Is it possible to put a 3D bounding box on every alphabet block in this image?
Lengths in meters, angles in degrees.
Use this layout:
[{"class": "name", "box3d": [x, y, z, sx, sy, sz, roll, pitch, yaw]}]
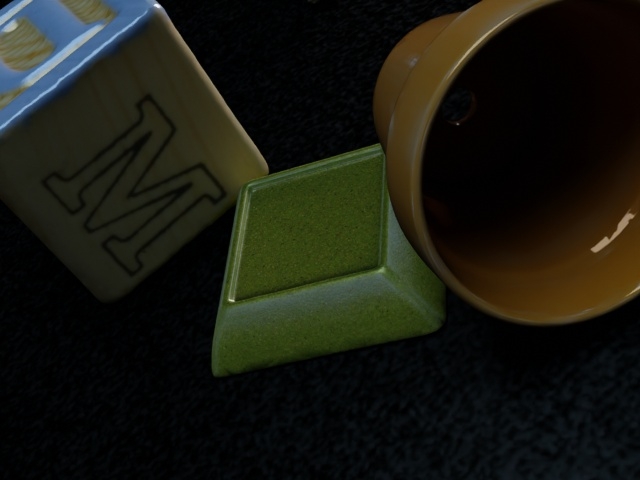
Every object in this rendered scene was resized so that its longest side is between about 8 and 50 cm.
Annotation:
[{"class": "alphabet block", "box3d": [-0.196, -0.100, 0.884, 0.193, 0.197, 0.192, -39, 41, -5]}]

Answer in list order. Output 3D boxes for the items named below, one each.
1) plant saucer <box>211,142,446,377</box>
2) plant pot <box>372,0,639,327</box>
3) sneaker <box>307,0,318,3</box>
[{"class": "plant saucer", "box3d": [0.000, 0.000, 0.777, 0.188, 0.045, 0.188, -14, 45, 21]}, {"class": "plant pot", "box3d": [0.125, -0.073, 0.671, 0.205, 0.205, 0.188, -36, 25, -1]}, {"class": "sneaker", "box3d": [0.005, -0.310, 1.053, 0.073, 0.063, 0.162, -14, 45, 17]}]
